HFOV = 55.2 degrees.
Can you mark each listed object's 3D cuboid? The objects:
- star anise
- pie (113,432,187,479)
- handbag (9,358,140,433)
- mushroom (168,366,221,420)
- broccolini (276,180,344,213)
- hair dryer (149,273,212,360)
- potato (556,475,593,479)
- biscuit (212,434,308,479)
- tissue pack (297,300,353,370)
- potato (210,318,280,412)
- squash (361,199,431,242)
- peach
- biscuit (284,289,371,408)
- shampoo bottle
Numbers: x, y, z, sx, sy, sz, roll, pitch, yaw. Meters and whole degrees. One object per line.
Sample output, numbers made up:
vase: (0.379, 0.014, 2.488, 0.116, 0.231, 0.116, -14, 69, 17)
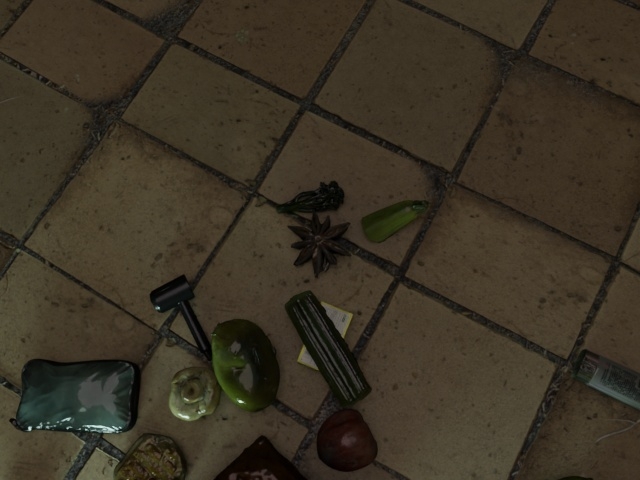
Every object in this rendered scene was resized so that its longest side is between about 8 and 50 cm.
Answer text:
star anise: (0.000, 0.000, 1.723, 0.195, 0.065, 0.183, -29, 72, 5)
pie: (-0.436, 0.602, 1.580, 0.195, 0.046, 0.195, -1, 73, 4)
handbag: (-0.654, 0.414, 1.633, 0.331, 0.075, 0.192, 1, 78, -1)
mushroom: (-0.328, 0.398, 1.599, 0.147, 0.112, 0.148, 2, 69, -5)
broccolini: (-0.028, -0.111, 1.755, 0.202, 0.068, 0.091, -19, 94, -2)
hair dryer: (-0.370, 0.227, 1.683, 0.114, 0.070, 0.248, -27, 83, -6)
potato: (0.568, 0.696, 1.432, 0.304, 0.216, 0.216, -34, 76, -10)
biscuit: (-0.173, 0.724, 1.474, 0.342, 0.166, 0.395, 42, 81, 14)
tissue pack: (0.013, 0.264, 1.648, 0.095, 0.062, 0.176, 21, 75, 6)
potato: (-0.192, 0.321, 1.592, 0.169, 0.143, 0.248, -17, 75, -20)
squash: (0.222, -0.067, 1.729, 0.200, 0.075, 0.090, -24, 54, 18)
peach: (0.058, 0.509, 1.545, 0.151, 0.152, 0.152, -1, 74, 2)
biscuit: (0.017, 0.276, 1.594, 0.099, 0.038, 0.323, -30, 77, -4)
shampoo bottle: (0.778, 0.368, 1.590, 0.227, 0.056, 0.086, 24, 76, 9)
